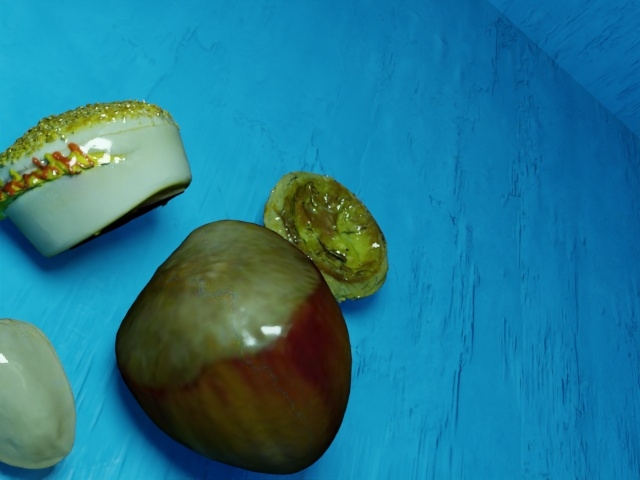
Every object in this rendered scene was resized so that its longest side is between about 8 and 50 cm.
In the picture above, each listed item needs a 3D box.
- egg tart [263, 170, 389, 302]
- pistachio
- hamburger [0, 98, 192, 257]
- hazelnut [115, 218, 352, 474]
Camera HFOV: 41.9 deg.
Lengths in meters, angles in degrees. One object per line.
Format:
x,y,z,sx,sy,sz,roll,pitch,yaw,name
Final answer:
0.000,0.000,1.575,0.290,0.115,0.290,26,44,-29,egg tart
-0.394,0.186,1.053,0.152,0.126,0.223,-43,101,-17,pistachio
-0.329,-0.100,1.205,0.294,0.276,0.179,-33,98,-55,hamburger
-0.111,0.155,1.199,0.366,0.366,0.366,25,47,-30,hazelnut
